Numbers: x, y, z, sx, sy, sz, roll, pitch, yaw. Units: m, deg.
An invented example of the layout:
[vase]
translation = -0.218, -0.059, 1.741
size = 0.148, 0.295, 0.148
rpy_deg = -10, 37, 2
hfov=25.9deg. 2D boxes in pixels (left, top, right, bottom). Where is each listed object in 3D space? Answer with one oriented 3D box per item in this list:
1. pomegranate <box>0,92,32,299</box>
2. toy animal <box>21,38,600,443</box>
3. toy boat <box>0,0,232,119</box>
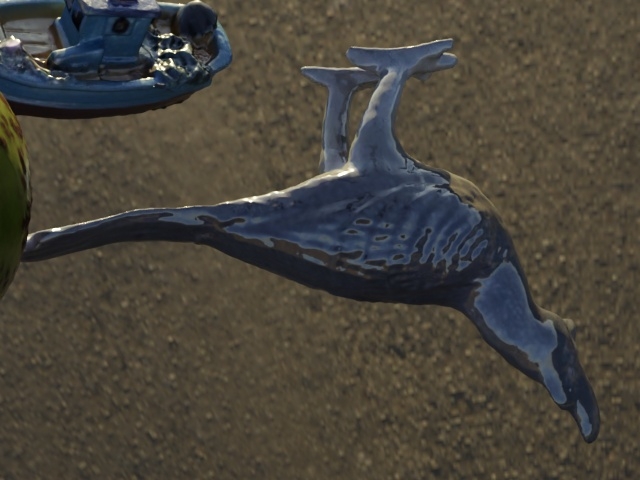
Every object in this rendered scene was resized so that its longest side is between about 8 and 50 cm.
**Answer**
[pomegranate]
translation = -0.216, 0.020, 0.611
size = 0.214, 0.247, 0.214
rpy_deg = -18, 23, 8
[toy animal]
translation = 0.023, -0.027, 0.826
size = 0.367, 0.081, 0.205
rpy_deg = 18, 70, -14
[toy boat]
translation = -0.165, -0.142, 0.978
size = 0.223, 0.097, 0.100
rpy_deg = -6, 53, -34
